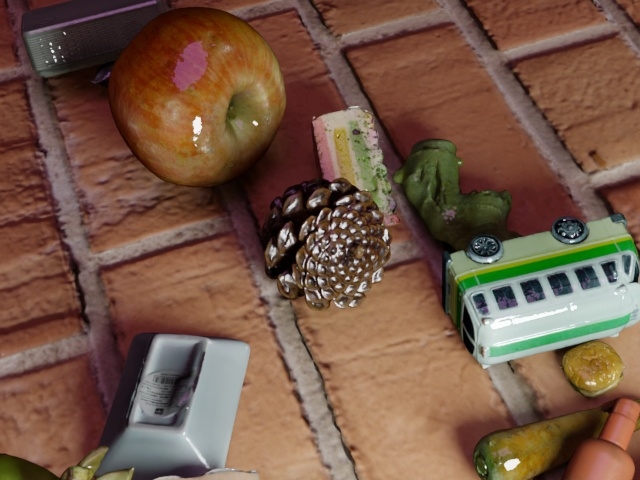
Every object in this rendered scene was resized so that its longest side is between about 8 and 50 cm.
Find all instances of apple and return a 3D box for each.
[{"bbox_3d":[-0.210,-0.236,1.809,0.302,0.301,0.301,-2,48,3],"label":"apple"}]

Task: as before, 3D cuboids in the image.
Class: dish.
[{"bbox_3d":[-0.208,0.214,1.541,0.182,0.080,0.243,4,50,8],"label":"dish"}]

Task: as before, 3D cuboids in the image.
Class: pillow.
[{"bbox_3d":[-0.347,-0.308,2.029,0.136,0.055,0.091,-6,47,-2],"label":"pillow"}]

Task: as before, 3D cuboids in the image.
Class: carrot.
[{"bbox_3d":[0.342,0.257,1.471,0.298,0.078,0.078,-14,49,-15],"label":"carrot"}]

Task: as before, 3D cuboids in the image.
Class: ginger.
[{"bbox_3d":[0.219,-0.058,1.747,0.137,0.089,0.290,-39,50,-4],"label":"ginger"}]

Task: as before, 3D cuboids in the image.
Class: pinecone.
[{"bbox_3d":[0.000,0.000,1.653,0.208,0.207,0.207,-2,48,3],"label":"pinecone"}]

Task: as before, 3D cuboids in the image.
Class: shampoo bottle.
[{"bbox_3d":[0.337,0.306,1.376,0.085,0.085,0.244,21,67,21],"label":"shampoo bottle"}]

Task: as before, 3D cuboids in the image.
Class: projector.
[{"bbox_3d":[-0.411,-0.387,2.043,0.257,0.099,0.192,-16,27,-8],"label":"projector"}]

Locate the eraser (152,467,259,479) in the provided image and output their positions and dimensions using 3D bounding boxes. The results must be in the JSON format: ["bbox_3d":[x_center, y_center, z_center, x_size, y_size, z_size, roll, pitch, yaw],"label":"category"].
[{"bbox_3d":[-0.142,0.424,1.344,0.171,0.087,0.290,-9,48,-1],"label":"eraser"}]

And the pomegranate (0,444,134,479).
[{"bbox_3d":[-0.355,0.360,1.291,0.341,0.260,0.260,-33,49,11],"label":"pomegranate"}]

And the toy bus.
[{"bbox_3d":[0.324,0.074,1.587,0.276,0.133,0.164,-13,48,-5],"label":"toy bus"}]

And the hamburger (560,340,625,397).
[{"bbox_3d":[0.379,0.177,1.550,0.083,0.044,0.076,-30,52,-17],"label":"hamburger"}]

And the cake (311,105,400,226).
[{"bbox_3d":[0.053,-0.101,1.825,0.109,0.090,0.225,-10,67,-7],"label":"cake"}]
